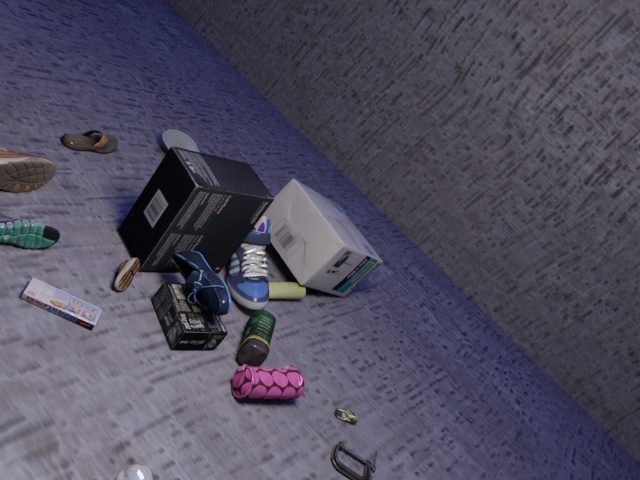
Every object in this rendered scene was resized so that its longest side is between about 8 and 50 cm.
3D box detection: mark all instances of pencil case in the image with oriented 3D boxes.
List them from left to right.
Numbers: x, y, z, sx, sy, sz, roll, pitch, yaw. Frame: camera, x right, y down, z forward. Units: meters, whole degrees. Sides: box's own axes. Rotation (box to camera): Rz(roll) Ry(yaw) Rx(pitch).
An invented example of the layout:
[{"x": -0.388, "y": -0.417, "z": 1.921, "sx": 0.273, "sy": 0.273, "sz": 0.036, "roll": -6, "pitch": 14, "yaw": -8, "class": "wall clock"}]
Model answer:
[{"x": -0.145, "y": 0.390, "z": 1.648, "sx": 0.209, "sy": 0.095, "sz": 0.098, "roll": 16, "pitch": 68, "yaw": -46, "class": "pencil case"}]

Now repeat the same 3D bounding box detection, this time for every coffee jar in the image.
[{"x": -0.187, "y": 0.290, "z": 1.748, "sx": 0.079, "sy": 0.096, "sz": 0.184, "roll": 32, "pitch": 24, "yaw": -12, "class": "coffee jar"}]

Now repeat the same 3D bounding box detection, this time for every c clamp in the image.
[{"x": 0.095, "y": 0.623, "z": 1.684, "sx": 0.161, "sy": 0.022, "sz": 0.137, "roll": 35, "pitch": 29, "yaw": -16, "class": "c clamp"}]

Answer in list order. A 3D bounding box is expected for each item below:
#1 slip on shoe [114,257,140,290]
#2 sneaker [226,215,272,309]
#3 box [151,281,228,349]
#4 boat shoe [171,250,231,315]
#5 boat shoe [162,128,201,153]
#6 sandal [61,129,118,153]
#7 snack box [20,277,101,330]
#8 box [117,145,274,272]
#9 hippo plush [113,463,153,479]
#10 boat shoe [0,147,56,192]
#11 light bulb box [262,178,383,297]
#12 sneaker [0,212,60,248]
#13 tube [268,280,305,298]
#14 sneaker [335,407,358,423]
[{"x": -0.543, "y": 0.092, "z": 1.643, "sx": 0.041, "sy": 0.051, "sz": 0.135, "roll": 1, "pitch": 34, "yaw": 8, "class": "slip on shoe"}, {"x": -0.221, "y": 0.039, "z": 1.927, "sx": 0.130, "sy": 0.236, "sz": 0.322, "roll": 6, "pitch": 33, "yaw": -25, "class": "sneaker"}, {"x": -0.364, "y": 0.210, "z": 1.650, "sx": 0.147, "sy": 0.077, "sz": 0.180, "roll": 11, "pitch": 36, "yaw": -48, "class": "box"}, {"x": -0.339, "y": 0.124, "z": 1.645, "sx": 0.089, "sy": 0.108, "sz": 0.258, "roll": 3, "pitch": 26, "yaw": -43, "class": "boat shoe"}, {"x": -0.507, "y": -0.311, "z": 2.335, "sx": 0.302, "sy": 0.091, "sz": 0.114, "roll": 46, "pitch": 60, "yaw": 9, "class": "boat shoe"}, {"x": -0.777, "y": -0.348, "z": 2.031, "sx": 0.090, "sy": 0.060, "sz": 0.219, "roll": 49, "pitch": 25, "yaw": 19, "class": "sandal"}, {"x": -0.623, "y": 0.153, "z": 1.438, "sx": 0.178, "sy": 0.022, "sz": 0.064, "roll": 31, "pitch": 25, "yaw": -20, "class": "snack box"}, {"x": -0.376, "y": -0.078, "z": 1.806, "sx": 0.313, "sy": 0.343, "sz": 0.179, "roll": 7, "pitch": 39, "yaw": -52, "class": "box"}, {"x": -0.368, "y": 0.547, "z": 0.978, "sx": 0.237, "sy": 0.234, "sz": 0.294, "roll": -12, "pitch": 33, "yaw": -24, "class": "hippo plush"}, {"x": -0.865, "y": -0.205, "z": 1.590, "sx": 0.116, "sy": 0.123, "sz": 0.324, "roll": 46, "pitch": 23, "yaw": 18, "class": "boat shoe"}, {"x": 0.000, "y": 0.000, "z": 2.289, "sx": 0.357, "sy": 0.225, "sz": 0.361, "roll": 54, "pitch": 15, "yaw": 28, "class": "light bulb box"}, {"x": -0.771, "y": -0.040, "z": 1.489, "sx": 0.224, "sy": 0.083, "sz": 0.098, "roll": 9, "pitch": 34, "yaw": -49, "class": "sneaker"}, {"x": -0.155, "y": 0.172, "z": 2.051, "sx": 0.240, "sy": 0.070, "sz": 0.062, "roll": 7, "pitch": 82, "yaw": -44, "class": "tube"}, {"x": 0.075, "y": 0.529, "z": 1.809, "sx": 0.083, "sy": 0.031, "sz": 0.035, "roll": 34, "pitch": 11, "yaw": -23, "class": "sneaker"}]
